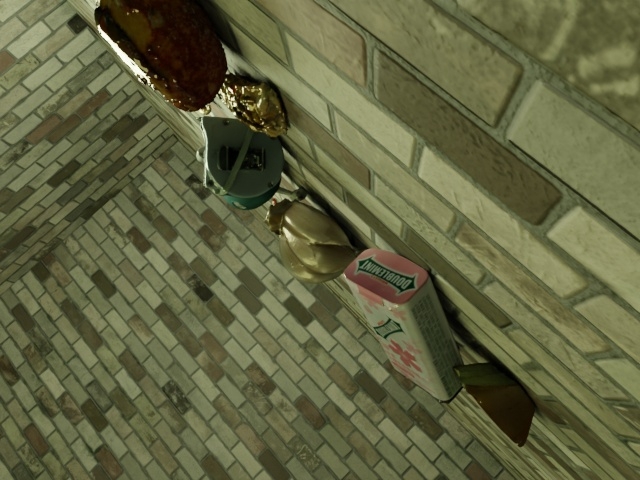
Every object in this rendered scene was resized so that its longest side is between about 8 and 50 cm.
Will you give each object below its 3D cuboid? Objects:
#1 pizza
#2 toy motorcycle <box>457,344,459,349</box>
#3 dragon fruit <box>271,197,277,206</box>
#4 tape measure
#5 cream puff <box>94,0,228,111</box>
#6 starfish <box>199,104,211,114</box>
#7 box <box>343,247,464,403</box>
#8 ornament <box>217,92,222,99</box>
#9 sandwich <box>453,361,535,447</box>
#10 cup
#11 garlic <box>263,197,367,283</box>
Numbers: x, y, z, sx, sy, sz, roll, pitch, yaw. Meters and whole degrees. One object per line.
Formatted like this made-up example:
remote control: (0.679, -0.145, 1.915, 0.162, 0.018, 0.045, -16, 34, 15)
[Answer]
pizza: (-0.129, -0.246, 0.927, 0.226, 0.069, 0.147, 39, 168, 47)
toy motorcycle: (0.311, 0.282, 1.309, 0.114, 0.076, 0.205, 35, 168, 15)
dragon fruit: (-0.144, -0.095, 1.867, 0.094, 0.094, 0.190, 52, -168, -40)
tape measure: (-0.171, -0.182, 1.080, 0.107, 0.181, 0.181, -150, 55, -75)
cream puff: (-0.258, -0.334, 0.821, 0.240, 0.164, 0.240, 46, -172, -9)
starfish: (-0.389, -0.441, 1.381, 0.238, 0.071, 0.216, 51, 168, 11)
box: (0.200, 0.194, 1.089, 0.190, 0.112, 0.369, 29, 156, 48)
ornament: (-0.223, -0.342, 1.101, 0.073, 0.028, 0.125, 43, 174, 21)
sandwich: (0.396, 0.350, 1.094, 0.258, 0.096, 0.094, 49, 178, -28)
cup: (-0.175, -0.168, 1.270, 0.300, 0.167, 0.173, 21, 171, -18)
garlic: (0.000, 0.000, 1.287, 0.292, 0.210, 0.237, 38, 140, 10)
